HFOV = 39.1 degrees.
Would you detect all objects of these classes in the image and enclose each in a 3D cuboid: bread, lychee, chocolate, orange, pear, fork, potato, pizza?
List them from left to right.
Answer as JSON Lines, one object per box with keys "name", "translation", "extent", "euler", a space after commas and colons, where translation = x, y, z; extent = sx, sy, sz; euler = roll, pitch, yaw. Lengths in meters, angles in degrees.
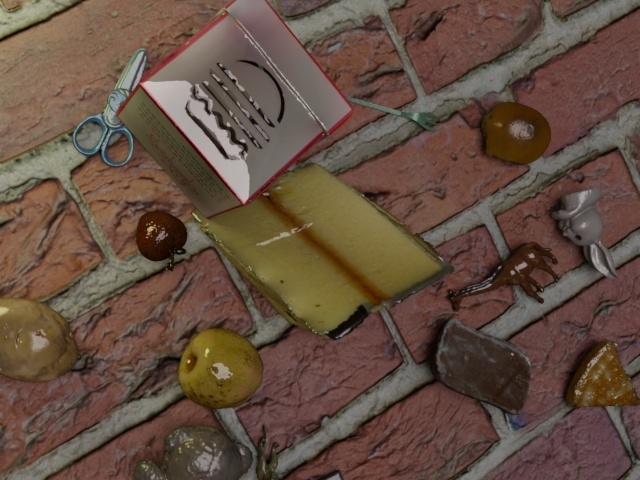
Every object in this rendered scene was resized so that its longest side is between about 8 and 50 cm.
{"name": "potato", "translation": [-0.588, 0.187, 1.763], "extent": [0.235, 0.128, 0.161], "euler": [42, 75, -6]}
{"name": "lychee", "translation": [-0.327, 0.004, 1.847], "extent": [0.114, 0.101, 0.140], "euler": [-5, 76, -56]}
{"name": "pear", "translation": [-0.203, 0.268, 1.865], "extent": [0.178, 0.178, 0.178], "euler": [0, 90, -16]}
{"name": "bread", "translation": [0.000, 0.000, 1.891], "extent": [0.346, 0.242, 0.405], "euler": [-39, 103, -15]}
{"name": "fork", "translation": [0.166, -0.290, 2.037], "extent": [0.235, 0.021, 0.039], "euler": [13, 83, -16]}
{"name": "chocolate", "translation": [0.354, 0.291, 2.059], "extent": [0.254, 0.080, 0.156], "euler": [25, 68, -16]}
{"name": "orange", "translation": [0.459, -0.250, 2.082], "extent": [0.170, 0.112, 0.160], "euler": [-34, 98, -25]}
{"name": "pizza", "translation": [0.690, 0.344, 2.167], "extent": [0.199, 0.062, 0.188], "euler": [34, 93, -19]}

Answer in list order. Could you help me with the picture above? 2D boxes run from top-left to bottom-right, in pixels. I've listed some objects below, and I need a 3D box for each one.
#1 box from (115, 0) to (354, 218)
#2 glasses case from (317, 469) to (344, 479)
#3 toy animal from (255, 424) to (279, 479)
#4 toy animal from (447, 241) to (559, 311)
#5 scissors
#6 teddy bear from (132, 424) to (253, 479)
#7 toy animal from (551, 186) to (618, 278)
{"name": "box", "translation": [-0.179, -0.255, 1.778], "extent": [0.300, 0.312, 0.314], "euler": [-44, 101, -18]}
{"name": "glasses case", "translation": [-0.030, 0.573, 1.965], "extent": [0.191, 0.042, 0.072], "euler": [-23, 86, -15]}
{"name": "toy animal", "translation": [-0.099, 0.499, 1.916], "extent": [0.069, 0.086, 0.219], "euler": [11, 62, -45]}
{"name": "toy animal", "translation": [0.429, 0.094, 2.093], "extent": [0.230, 0.066, 0.224], "euler": [22, 103, -24]}
{"name": "scissors", "translation": [-0.414, -0.283, 1.865], "extent": [0.125, 0.030, 0.256], "euler": [24, 85, -17]}
{"name": "teddy bear", "translation": [-0.268, 0.505, 1.840], "extent": [0.236, 0.151, 0.267], "euler": [21, 85, -17]}
{"name": "toy animal", "translation": [0.621, -0.008, 2.123], "extent": [0.131, 0.104, 0.220], "euler": [-14, 93, -17]}
